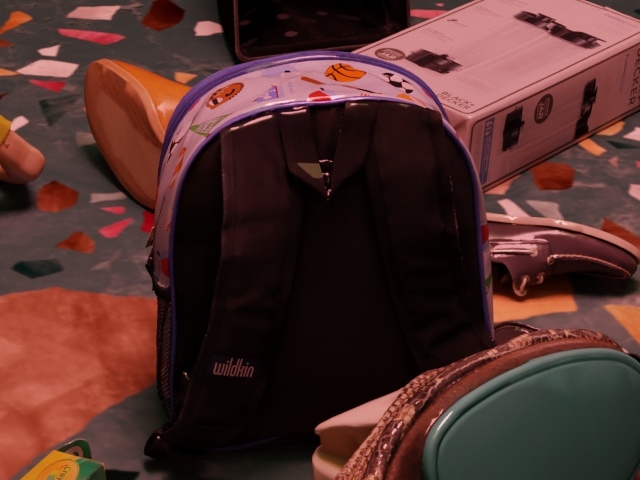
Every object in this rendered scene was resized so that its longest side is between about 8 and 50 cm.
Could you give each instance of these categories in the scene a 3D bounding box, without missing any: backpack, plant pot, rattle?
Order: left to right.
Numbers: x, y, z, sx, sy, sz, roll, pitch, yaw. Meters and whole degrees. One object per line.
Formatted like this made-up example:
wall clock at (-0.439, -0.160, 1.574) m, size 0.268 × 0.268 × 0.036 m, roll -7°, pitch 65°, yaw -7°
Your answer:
rattle at (-0.337, -0.056, 1.611) m, size 0.199 × 0.143 × 0.130 m, roll 11°, pitch -4°, yaw 43°
plant pot at (-0.027, -0.302, 1.914) m, size 0.187 × 0.188 × 0.167 m, roll -9°, pitch 21°, yaw -18°
backpack at (0.000, 0.000, 1.314) m, size 0.276 × 0.263 × 0.213 m, roll -6°, pitch 32°, yaw -12°

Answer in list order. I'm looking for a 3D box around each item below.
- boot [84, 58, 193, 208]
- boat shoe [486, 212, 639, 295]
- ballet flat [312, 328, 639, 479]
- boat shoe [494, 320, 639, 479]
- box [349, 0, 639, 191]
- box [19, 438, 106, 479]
boot at (-0.051, -0.085, 1.622) m, size 0.211 × 0.104 × 0.295 m, roll -19°, pitch 44°, yaw -35°
boat shoe at (0.157, 0.016, 1.519) m, size 0.206 × 0.075 × 0.065 m, roll 10°, pitch 74°, yaw 3°
ballet flat at (0.027, 0.187, 1.130) m, size 0.182 × 0.164 × 0.483 m, roll -1°, pitch 25°, yaw 37°
boat shoe at (0.209, 0.105, 1.336) m, size 0.084 × 0.079 × 0.233 m, roll -26°, pitch 39°, yaw -36°
box at (0.166, -0.147, 1.746) m, size 0.169 × 0.087 × 0.290 m, roll 26°, pitch 38°, yaw 34°
box at (-0.175, 0.204, 1.110) m, size 0.043 × 0.105 × 0.179 m, roll 10°, pitch 31°, yaw 25°
